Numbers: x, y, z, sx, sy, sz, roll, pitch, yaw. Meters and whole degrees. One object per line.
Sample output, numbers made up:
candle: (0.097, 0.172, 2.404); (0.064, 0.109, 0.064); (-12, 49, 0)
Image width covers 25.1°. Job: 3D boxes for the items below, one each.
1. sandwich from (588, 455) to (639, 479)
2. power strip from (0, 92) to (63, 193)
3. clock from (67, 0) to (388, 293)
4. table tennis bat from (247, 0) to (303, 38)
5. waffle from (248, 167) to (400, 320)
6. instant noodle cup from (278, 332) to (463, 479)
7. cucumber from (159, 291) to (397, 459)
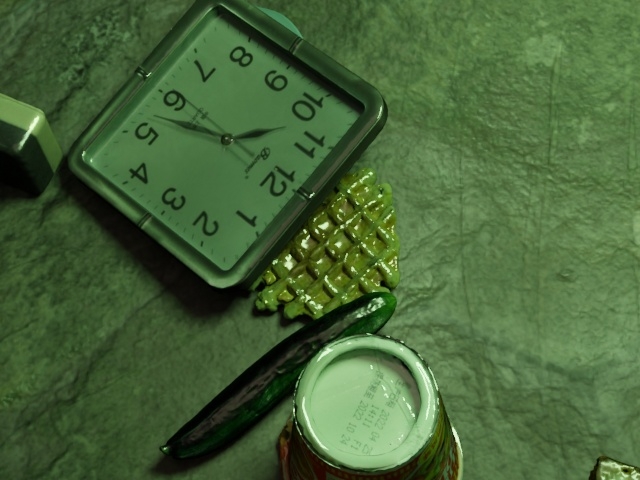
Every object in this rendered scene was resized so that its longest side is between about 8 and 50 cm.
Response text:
sandwich: (0.378, 0.344, 1.339); (0.273, 0.095, 0.248); (7, 67, 7)
power strip: (-0.412, -0.140, 1.584); (0.257, 0.105, 0.070); (21, 69, 12)
clock: (-0.103, -0.111, 1.559); (0.279, 0.049, 0.273); (38, 84, 25)
table tennis bat: (-0.095, -0.232, 1.647); (0.153, 0.040, 0.244); (-11, 71, 1)
waffle: (0.000, 0.000, 1.539); (0.169, 0.036, 0.183); (-3, 66, 4)
instant noodle cup: (0.044, 0.181, 1.363); (0.193, 0.212, 0.193); (-1, 66, 3)
cucumber: (-0.041, 0.136, 1.468); (0.284, 0.056, 0.056); (-35, 69, -6)
